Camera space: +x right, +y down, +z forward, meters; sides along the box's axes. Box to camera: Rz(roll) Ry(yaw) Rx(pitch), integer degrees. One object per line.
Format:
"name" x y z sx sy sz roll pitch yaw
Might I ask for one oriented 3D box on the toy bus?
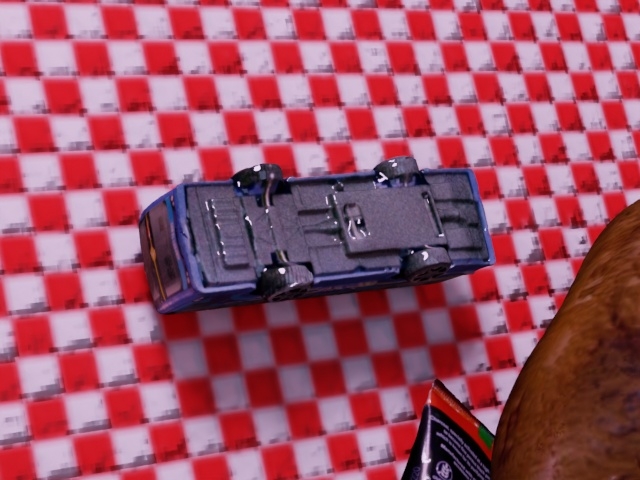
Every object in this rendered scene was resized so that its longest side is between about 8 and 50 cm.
"toy bus" 0.000 0.000 0.629 0.153 0.061 0.051 -6 75 -36

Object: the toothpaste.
"toothpaste" 0.041 0.150 0.618 0.071 0.045 0.193 42 49 -24

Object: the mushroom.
"mushroom" 0.179 0.095 0.664 0.253 0.153 0.253 10 74 -39
